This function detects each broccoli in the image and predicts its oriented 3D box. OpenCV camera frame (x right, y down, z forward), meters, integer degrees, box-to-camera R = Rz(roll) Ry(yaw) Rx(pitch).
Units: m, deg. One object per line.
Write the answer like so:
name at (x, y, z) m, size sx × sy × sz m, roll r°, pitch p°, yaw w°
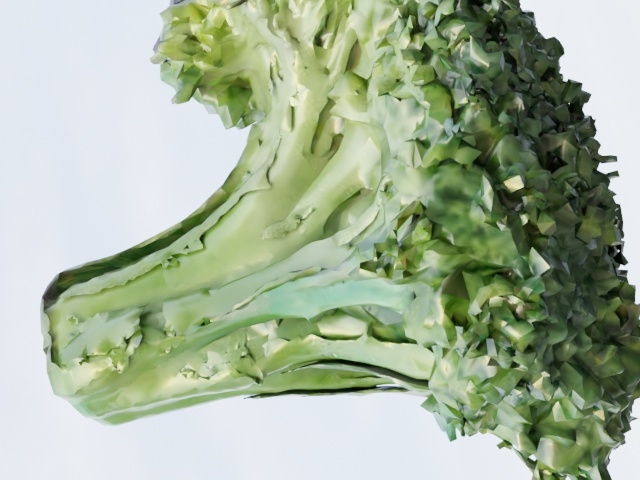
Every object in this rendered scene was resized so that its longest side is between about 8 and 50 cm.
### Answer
broccoli at (0.000, 0.000, 0.510) m, size 0.194 × 0.194 × 0.220 m, roll 1°, pitch -114°, yaw -64°
